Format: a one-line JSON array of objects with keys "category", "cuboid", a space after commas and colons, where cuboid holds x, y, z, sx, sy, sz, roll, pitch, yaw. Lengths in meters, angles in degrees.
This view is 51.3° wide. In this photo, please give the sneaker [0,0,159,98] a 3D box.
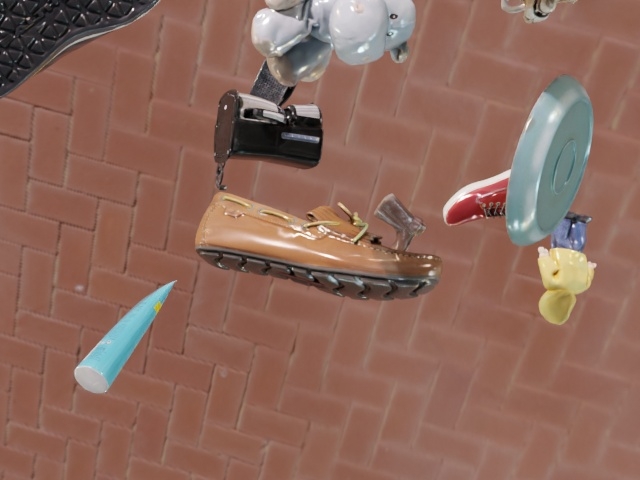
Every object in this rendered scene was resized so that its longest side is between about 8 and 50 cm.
[{"category": "sneaker", "cuboid": [-0.237, -0.210, 0.596, 0.235, 0.097, 0.084, -31, 116, -2]}]

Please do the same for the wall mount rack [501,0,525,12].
[{"category": "wall mount rack", "cuboid": [0.463, -0.559, 1.200, 0.350, 0.304, 0.130, -40, 123, 20]}]

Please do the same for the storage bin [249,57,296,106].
[{"category": "storage bin", "cuboid": [-0.097, -0.433, 1.701, 0.084, 0.122, 0.180, 33, 129, -2]}]

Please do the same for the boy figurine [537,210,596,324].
[{"category": "boy figurine", "cuboid": [0.623, 0.071, 1.688, 0.177, 0.092, 0.285, 9, 87, -22]}]

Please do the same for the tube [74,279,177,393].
[{"category": "tube", "cuboid": [-0.286, 0.134, 0.992, 0.080, 0.207, 0.052, -22, 114, 32]}]

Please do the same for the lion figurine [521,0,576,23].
[{"category": "lion figurine", "cuboid": [0.257, -0.474, 0.904, 0.392, 0.240, 0.142, 41, 92, -20]}]

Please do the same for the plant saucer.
[{"category": "plant saucer", "cuboid": [0.423, -0.135, 1.200, 0.044, 0.317, 0.317, 21, 114, 34]}]

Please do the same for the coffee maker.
[{"category": "coffee maker", "cuboid": [-0.097, -0.176, 1.210, 0.178, 0.120, 0.171, 6, 114, -28]}]

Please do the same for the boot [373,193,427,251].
[{"category": "boot", "cuboid": [0.134, -0.026, 1.282, 0.114, 0.037, 0.106, 34, 103, -32]}]

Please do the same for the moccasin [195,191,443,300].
[{"category": "moccasin", "cuboid": [0.001, 0.001, 1.029, 0.380, 0.139, 0.147, 10, 71, 17]}]

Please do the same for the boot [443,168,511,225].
[{"category": "boot", "cuboid": [0.441, -0.075, 1.670, 0.244, 0.176, 0.088, -26, 129, 3]}]

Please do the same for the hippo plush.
[{"category": "hippo plush", "cuboid": [0.047, -0.371, 1.190, 0.236, 0.294, 0.234, 28, 131, 28]}]
